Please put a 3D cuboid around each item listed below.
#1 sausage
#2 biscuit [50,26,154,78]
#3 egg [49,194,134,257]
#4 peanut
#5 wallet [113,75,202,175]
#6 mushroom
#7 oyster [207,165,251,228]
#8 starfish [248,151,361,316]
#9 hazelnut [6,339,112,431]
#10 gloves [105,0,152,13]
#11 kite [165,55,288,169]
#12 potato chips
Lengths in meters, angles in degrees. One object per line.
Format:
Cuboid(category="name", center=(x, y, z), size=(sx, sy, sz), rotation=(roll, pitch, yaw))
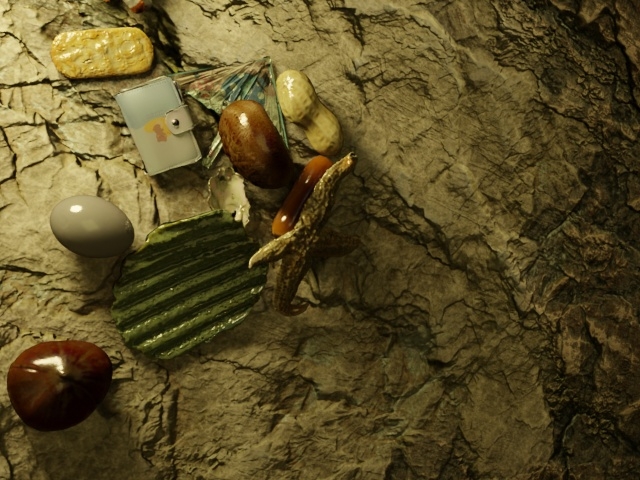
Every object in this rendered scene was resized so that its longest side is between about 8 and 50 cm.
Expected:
Cuboid(category="sausage", center=(-0.043, -0.112, 1.766), size=(0.105, 0.105, 0.274), rotation=(34, 79, -21))
Cuboid(category="biscuit", center=(-0.541, -0.469, 1.574), size=(0.247, 0.029, 0.118), rotation=(-13, 96, -24))
Cuboid(category="egg", center=(-0.546, -0.031, 1.513), size=(0.198, 0.146, 0.146), rotation=(28, 79, -29))
Cuboid(category="peanut", center=(-0.028, -0.350, 1.757), size=(0.274, 0.111, 0.125), rotation=(50, 38, -15))
Cuboid(category="wallet", center=(-0.411, -0.294, 1.616), size=(0.170, 0.069, 0.231), rotation=(-24, 106, -18))
Cuboid(category="mushroom", center=(-0.164, -0.240, 1.622), size=(0.153, 0.253, 0.253), rotation=(-36, 105, -6))
Cuboid(category="oyster", center=(-0.249, -0.091, 1.691), size=(0.133, 0.072, 0.209), rotation=(-24, 98, -37))
Cuboid(category="starfish", center=(0.000, 0.000, 1.730), size=(0.432, 0.082, 0.324), rotation=(-48, 136, -15))
Cuboid(category="hazelnut", center=(-0.598, 0.324, 1.461), size=(0.229, 0.229, 0.229), rotation=(0, 91, -24))
Cuboid(category="gloves", center=(-0.481, -0.676, 1.548), size=(0.140, 0.131, 0.219), rotation=(-20, 90, -20))
Cuboid(category="kite", center=(-0.231, -0.358, 1.725), size=(0.406, 0.014, 0.368), rotation=(33, 78, -22))
Cuboid(category="potato chips", center=(-0.337, 0.112, 1.622), size=(0.429, 0.070, 0.358), rotation=(-26, 117, -14))
